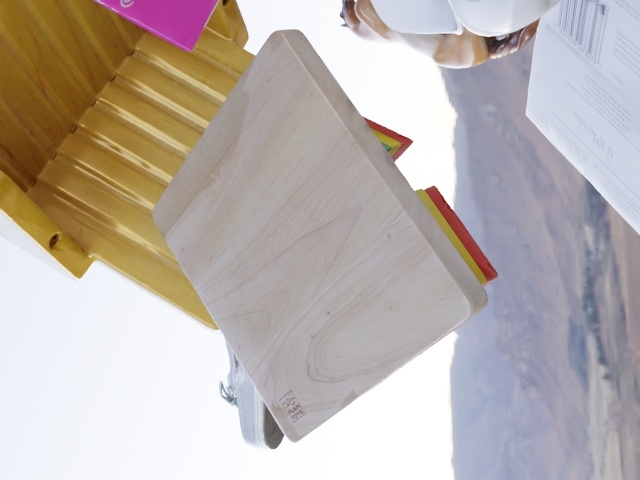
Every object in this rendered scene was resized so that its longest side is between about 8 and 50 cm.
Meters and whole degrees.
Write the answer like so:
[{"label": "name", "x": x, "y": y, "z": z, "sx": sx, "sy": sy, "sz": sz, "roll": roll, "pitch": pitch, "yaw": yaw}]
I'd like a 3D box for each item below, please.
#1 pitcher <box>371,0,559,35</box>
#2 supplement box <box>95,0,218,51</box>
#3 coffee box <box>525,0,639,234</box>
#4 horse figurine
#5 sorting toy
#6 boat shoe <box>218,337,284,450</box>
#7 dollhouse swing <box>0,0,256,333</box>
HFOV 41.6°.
[{"label": "pitcher", "x": 0.130, "y": -0.198, "z": 0.473, "sx": 0.125, "sy": 0.207, "sz": 0.178, "roll": 51, "pitch": 179, "yaw": -37}, {"label": "supplement box", "x": -0.173, "y": -0.245, "z": 0.620, "sx": 0.111, "sy": 0.220, "sz": 0.114, "roll": -61, "pitch": -23, "yaw": 7}, {"label": "coffee box", "x": 0.517, "y": -0.247, "z": 1.111, "sx": 0.338, "sy": 0.334, "sz": 0.338, "roll": 57, "pitch": 167, "yaw": 33}, {"label": "horse figurine", "x": 0.111, "y": -0.241, "z": 0.862, "sx": 0.066, "sy": 0.263, "sz": 0.174, "roll": -56, "pitch": -27, "yaw": -25}, {"label": "sorting toy", "x": 0.000, "y": 0.000, "z": 0.713, "sx": 0.089, "sy": 0.257, "sz": 0.255, "roll": -21, "pitch": -107, "yaw": -44}, {"label": "boat shoe", "x": -0.118, "y": 0.193, "z": 1.355, "sx": 0.118, "sy": 0.103, "sz": 0.321, "roll": 59, "pitch": -164, "yaw": -51}, {"label": "dollhouse swing", "x": -0.153, "y": -0.124, "z": 0.833, "sx": 0.347, "sy": 0.304, "sz": 0.315, "roll": -58, "pitch": -21, "yaw": -17}]
